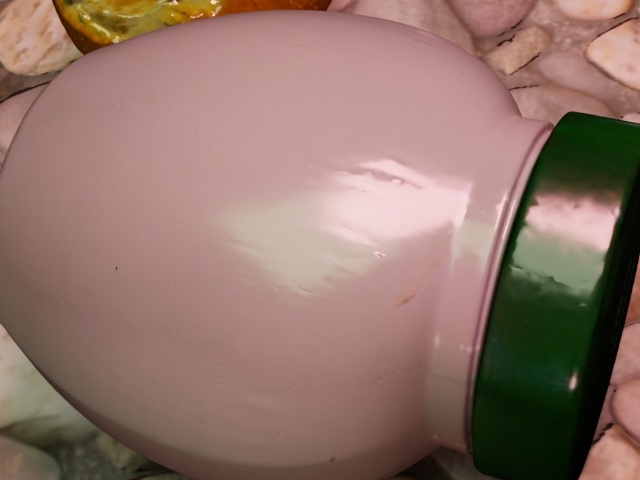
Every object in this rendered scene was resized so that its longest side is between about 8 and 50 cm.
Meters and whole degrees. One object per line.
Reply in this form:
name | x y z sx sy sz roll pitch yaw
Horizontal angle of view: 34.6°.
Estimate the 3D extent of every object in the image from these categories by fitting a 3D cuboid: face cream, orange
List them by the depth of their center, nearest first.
face cream | 0.000 0.000 0.617 0.357 0.219 0.312 14 58 21
orange | -0.090 -0.207 0.826 0.237 0.158 0.179 -38 49 -11
